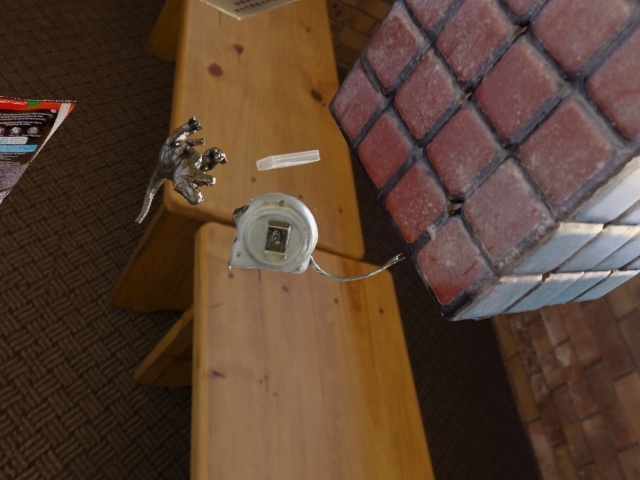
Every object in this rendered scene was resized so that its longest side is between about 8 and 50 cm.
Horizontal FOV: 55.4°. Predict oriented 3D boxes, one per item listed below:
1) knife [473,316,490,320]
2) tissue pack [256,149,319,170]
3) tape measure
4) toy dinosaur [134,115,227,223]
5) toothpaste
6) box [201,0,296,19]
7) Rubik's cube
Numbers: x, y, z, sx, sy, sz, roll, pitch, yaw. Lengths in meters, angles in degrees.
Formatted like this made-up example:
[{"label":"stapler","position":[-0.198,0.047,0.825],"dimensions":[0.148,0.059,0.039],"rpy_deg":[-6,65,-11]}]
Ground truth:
[{"label":"knife","position":[0.321,0.096,1.091],"dimensions":[0.044,0.296,0.026],"rpy_deg":[36,66,8]},{"label":"tissue pack","position":[-0.059,-0.149,1.128],"dimensions":[0.108,0.056,0.023],"rpy_deg":[-13,95,-37]},{"label":"tape measure","position":[0.000,0.001,1.117],"dimensions":[0.330,0.164,0.084],"rpy_deg":[5,27,-1]},{"label":"toy dinosaur","position":[-0.224,-0.088,0.869],"dimensions":[0.087,0.179,0.187],"rpy_deg":[52,0,-21]},{"label":"toothpaste","position":[-0.298,-0.082,0.576],"dimensions":[0.071,0.193,0.045],"rpy_deg":[-9,73,-45]},{"label":"box","position":[-0.125,-0.306,0.688],"dimensions":[0.198,0.109,0.029],"rpy_deg":[7,84,-51]},{"label":"Rubik's cube","position":[0.273,-0.143,0.697],"dimensions":[0.337,0.344,0.344],"rpy_deg":[-1,55,-37]}]
